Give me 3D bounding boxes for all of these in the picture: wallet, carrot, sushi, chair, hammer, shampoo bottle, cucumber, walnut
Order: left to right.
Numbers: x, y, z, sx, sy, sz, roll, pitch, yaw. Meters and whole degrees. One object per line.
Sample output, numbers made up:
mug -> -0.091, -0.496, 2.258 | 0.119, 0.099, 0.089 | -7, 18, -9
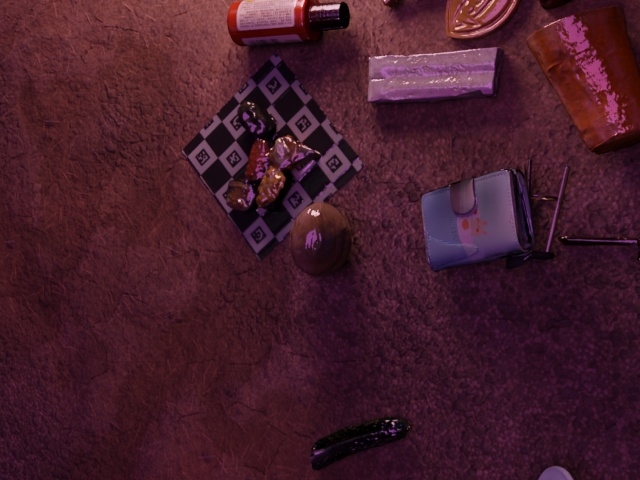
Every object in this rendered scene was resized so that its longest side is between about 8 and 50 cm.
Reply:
sushi -> -0.135, -0.196, 2.094 | 0.343, 0.064, 0.359 | -42, 71, 18
shampoo bottle -> -0.068, -0.498, 2.052 | 0.278, 0.104, 0.104 | 2, 89, 26
walnut -> -0.001, 0.000, 1.979 | 0.140, 0.140, 0.162 | 23, 96, 25
cucumber -> 0.083, 0.429, 1.967 | 0.245, 0.067, 0.067 | -26, 77, 20
wallet -> 0.309, -0.040, 1.816 | 0.250, 0.075, 0.176 | -15, 77, 52
chair -> 0.431, -0.046, 1.806 | 0.095, 0.104, 0.221 | 10, 89, 9
carrot -> 0.518, -0.295, 1.729 | 0.196, 0.196, 0.254 | -19, 84, 23
hammer -> 0.553, 0.006, 1.781 | 0.178, 0.021, 0.065 | 2, 90, 26

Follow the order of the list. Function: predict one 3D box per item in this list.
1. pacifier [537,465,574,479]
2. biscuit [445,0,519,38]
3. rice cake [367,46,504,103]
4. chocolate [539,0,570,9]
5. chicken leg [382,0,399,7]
pacifier -> 0.478, 0.578, 1.732 | 0.207, 0.227, 0.279 | 8, 69, -6
biscuit -> 0.344, -0.509, 1.898 | 0.142, 0.029, 0.220 | 46, 106, 20
rice cake -> 0.237, -0.347, 1.930 | 0.298, 0.050, 0.106 | 1, 89, 25
chocolate -> 0.459, -0.532, 1.817 | 0.149, 0.080, 0.125 | 28, 99, 22
chicken leg -> 0.207, -0.581, 1.938 | 0.207, 0.085, 0.101 | -36, 116, 27
